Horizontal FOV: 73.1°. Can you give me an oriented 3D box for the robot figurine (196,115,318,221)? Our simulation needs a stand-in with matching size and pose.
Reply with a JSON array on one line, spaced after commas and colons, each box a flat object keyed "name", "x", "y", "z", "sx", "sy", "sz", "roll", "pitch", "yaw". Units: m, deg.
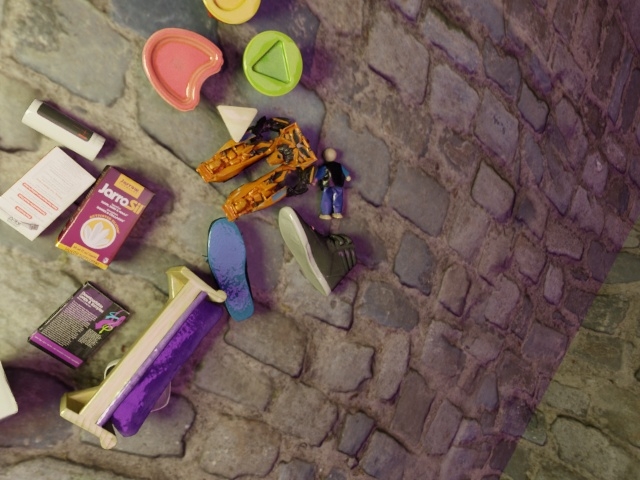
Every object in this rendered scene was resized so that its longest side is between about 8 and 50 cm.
[{"name": "robot figurine", "x": -0.128, "y": -0.177, "z": 1.025, "sx": 0.291, "sy": 0.085, "sz": 0.211, "roll": -37, "pitch": 102, "yaw": -27}]

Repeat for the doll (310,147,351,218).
[{"name": "doll", "x": 0.026, "y": -0.154, "z": 1.170, "sx": 0.129, "sy": 0.046, "sz": 0.189, "roll": -7, "pitch": 104, "yaw": -31}]

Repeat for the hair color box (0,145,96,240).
[{"name": "hair color box", "x": -0.538, "y": -0.093, "z": 0.841, "sx": 0.167, "sy": 0.053, "sz": 0.093, "roll": -50, "pitch": 122, "yaw": -14}]

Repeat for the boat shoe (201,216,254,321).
[{"name": "boat shoe", "x": -0.230, "y": 0.070, "z": 1.045, "sx": 0.109, "sy": 0.089, "sz": 0.258, "roll": -9, "pitch": 104, "yaw": -21}]

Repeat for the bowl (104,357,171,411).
[{"name": "bowl", "x": -0.425, "y": 0.328, "z": 1.000, "sx": 0.142, "sy": 0.053, "sz": 0.142, "roll": -3, "pitch": 102, "yaw": -30}]

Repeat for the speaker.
[{"name": "speaker", "x": -0.496, "y": -0.213, "z": 0.840, "sx": 0.136, "sy": 0.055, "sz": 0.055, "roll": 33, "pitch": 83, "yaw": -32}]

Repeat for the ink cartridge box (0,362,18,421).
[{"name": "ink cartridge box", "x": -0.707, "y": 0.315, "z": 0.710, "sx": 0.309, "sy": 0.272, "sz": 0.130, "roll": -20, "pitch": 82, "yaw": -44}]

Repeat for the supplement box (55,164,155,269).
[{"name": "supplement box", "x": -0.442, "y": -0.050, "z": 0.891, "sx": 0.104, "sy": 0.081, "sz": 0.188, "roll": 35, "pitch": 82, "yaw": -31}]

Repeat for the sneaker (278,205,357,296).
[{"name": "sneaker", "x": 0.000, "y": 0.000, "z": 1.160, "sx": 0.147, "sy": 0.104, "sz": 0.295, "roll": -40, "pitch": 124, "yaw": -20}]

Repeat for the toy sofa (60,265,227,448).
[{"name": "toy sofa", "x": -0.349, "y": 0.241, "z": 0.918, "sx": 0.177, "sy": 0.150, "sz": 0.362, "roll": 44, "pitch": 65, "yaw": -20}]

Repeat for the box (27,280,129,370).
[{"name": "box", "x": -0.516, "y": 0.182, "z": 0.929, "sx": 0.162, "sy": 0.029, "sz": 0.116, "roll": -47, "pitch": 121, "yaw": -13}]

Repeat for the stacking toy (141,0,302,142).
[{"name": "stacking toy", "x": -0.210, "y": -0.396, "z": 0.939, "sx": 0.309, "sy": 0.130, "sz": 0.279, "roll": -48, "pitch": 120, "yaw": -1}]
